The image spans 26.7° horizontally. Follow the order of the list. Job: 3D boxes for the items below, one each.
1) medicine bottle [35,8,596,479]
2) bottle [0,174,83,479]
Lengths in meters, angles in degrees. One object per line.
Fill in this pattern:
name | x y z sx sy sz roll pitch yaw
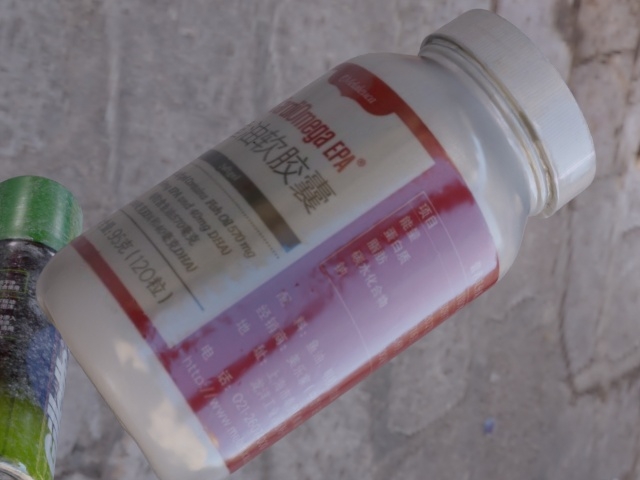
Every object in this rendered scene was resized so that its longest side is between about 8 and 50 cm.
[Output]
medicine bottle | 0.000 0.000 0.637 0.250 0.131 0.131 -35 136 -11
bottle | -0.235 0.075 1.017 0.330 0.093 0.093 -96 174 -52
